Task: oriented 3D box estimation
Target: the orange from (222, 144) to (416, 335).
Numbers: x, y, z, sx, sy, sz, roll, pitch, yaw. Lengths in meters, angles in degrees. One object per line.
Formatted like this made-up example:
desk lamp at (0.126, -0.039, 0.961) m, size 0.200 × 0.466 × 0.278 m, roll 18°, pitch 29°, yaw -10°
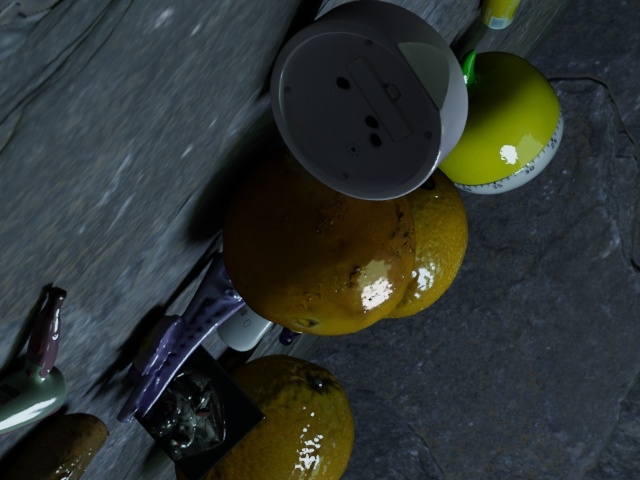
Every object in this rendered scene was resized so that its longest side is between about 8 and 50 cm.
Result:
orange at (0.000, 0.000, 1.336) m, size 0.240 × 0.240 × 0.240 m, roll -51°, pitch 172°, yaw -10°

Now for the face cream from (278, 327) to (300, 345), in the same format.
face cream at (-0.030, 0.132, 2.298) m, size 0.078 × 0.078 × 0.273 m, roll -45°, pitch 169°, yaw -43°

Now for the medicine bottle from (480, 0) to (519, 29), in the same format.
medicine bottle at (0.309, -0.418, 1.880) m, size 0.074 × 0.074 × 0.218 m, roll -52°, pitch 174°, yaw -3°

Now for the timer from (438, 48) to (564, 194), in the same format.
timer at (0.290, -0.245, 2.035) m, size 0.285 × 0.285 × 0.285 m, roll -51°, pitch 172°, yaw -10°

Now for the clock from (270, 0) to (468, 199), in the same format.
clock at (0.048, -0.142, 1.138) m, size 0.068 × 0.197 × 0.197 m, roll -46°, pitch 170°, yaw -46°

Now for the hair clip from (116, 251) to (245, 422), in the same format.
hair clip at (-0.175, 0.115, 1.436) m, size 0.278 × 0.090 × 0.137 m, roll -43°, pitch -177°, yaw -13°

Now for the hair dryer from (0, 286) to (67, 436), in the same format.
hair dryer at (-0.267, 0.107, 1.024) m, size 0.106 × 0.054 × 0.154 m, roll -23°, pitch 140°, yaw -65°

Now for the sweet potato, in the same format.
sweet potato at (-0.359, 0.326, 1.244) m, size 0.341 × 0.092 × 0.114 m, roll -49°, pitch -172°, yaw -22°

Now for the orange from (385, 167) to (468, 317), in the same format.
orange at (0.099, -0.009, 1.744) m, size 0.274 × 0.274 × 0.274 m, roll -51°, pitch 172°, yaw -10°

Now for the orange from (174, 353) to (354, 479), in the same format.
orange at (-0.101, 0.381, 2.108) m, size 0.357 × 0.322 × 0.322 m, roll -52°, pitch 173°, yaw 27°

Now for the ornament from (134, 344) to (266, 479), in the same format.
ornament at (-0.205, 0.245, 1.521) m, size 0.153 × 0.166 × 0.196 m, roll -45°, pitch 172°, yaw 10°

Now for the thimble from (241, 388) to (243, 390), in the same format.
thimble at (-0.197, 0.293, 1.929) m, size 0.130 × 0.118 × 0.090 m, roll -36°, pitch 179°, yaw 11°

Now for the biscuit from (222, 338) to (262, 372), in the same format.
biscuit at (-0.139, 0.202, 2.174) m, size 0.133 × 0.027 × 0.184 m, roll -39°, pitch 164°, yaw -54°

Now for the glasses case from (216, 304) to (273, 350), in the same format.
glasses case at (-0.091, 0.092, 1.798) m, size 0.193 × 0.074 × 0.049 m, roll -51°, pitch 175°, yaw -4°
